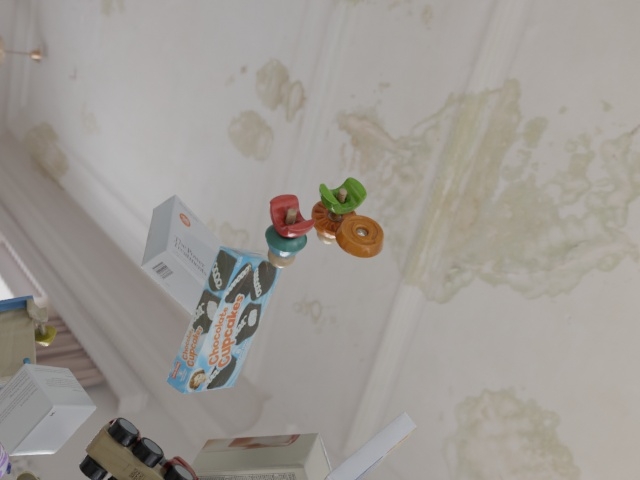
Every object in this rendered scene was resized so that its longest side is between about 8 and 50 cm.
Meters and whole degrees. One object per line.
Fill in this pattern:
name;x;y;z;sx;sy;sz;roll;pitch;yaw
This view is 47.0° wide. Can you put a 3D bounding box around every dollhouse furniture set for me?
dollhouse furniture set;-0.588;0.272;1.234;0.286;0.303;0.198;-125;-150;-50

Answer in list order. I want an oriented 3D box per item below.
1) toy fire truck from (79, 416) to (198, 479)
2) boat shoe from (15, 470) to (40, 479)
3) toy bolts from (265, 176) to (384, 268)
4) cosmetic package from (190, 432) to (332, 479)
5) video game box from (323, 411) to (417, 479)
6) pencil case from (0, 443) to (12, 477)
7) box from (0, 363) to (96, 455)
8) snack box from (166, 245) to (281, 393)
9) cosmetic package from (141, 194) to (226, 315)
toy fire truck;-0.366;0.467;1.515;0.217;0.246;0.158;39;-91;1
boat shoe;-0.602;0.541;1.553;0.048;0.056;0.153;41;-28;57
toy bolts;0.000;0.000;1.531;0.218;0.229;0.158;59;-32;34
cosmetic package;-0.135;0.547;1.707;0.296;0.129;0.153;-7;-69;20
video game box;0.088;0.447;1.484;0.048;0.205;0.187;50;-26;16
pencil case;-0.627;0.365;1.306;0.206;0.086;0.088;85;10;-47
box;-0.409;0.247;1.075;0.102;0.101;0.087;-48;-114;3
snack box;-0.204;0.175;1.618;0.060;0.187;0.321;26;-82;28
cosmetic package;-0.333;0.089;2.087;0.097;0.377;0.284;-32;-148;14
